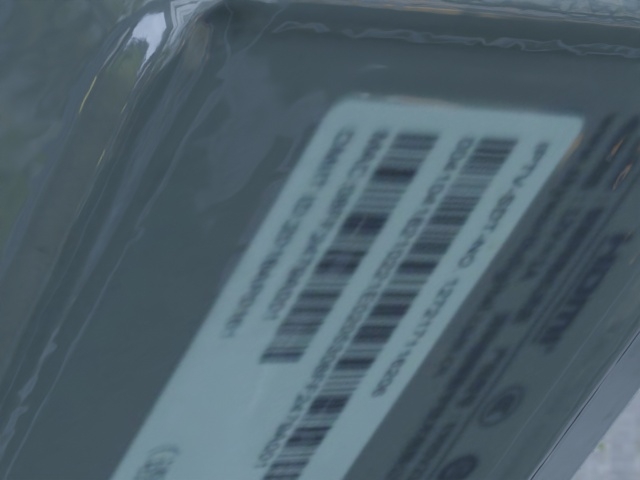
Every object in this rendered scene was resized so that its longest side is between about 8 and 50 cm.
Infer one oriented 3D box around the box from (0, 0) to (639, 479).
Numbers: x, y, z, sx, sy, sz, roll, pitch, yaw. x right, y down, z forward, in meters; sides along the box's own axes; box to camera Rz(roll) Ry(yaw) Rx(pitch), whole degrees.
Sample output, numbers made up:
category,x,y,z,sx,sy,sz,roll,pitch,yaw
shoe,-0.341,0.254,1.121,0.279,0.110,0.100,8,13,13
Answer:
category,x,y,z,sx,sy,sz,roll,pitch,yaw
box,0.000,0.000,0.625,0.373,0.367,0.090,0,45,-37
